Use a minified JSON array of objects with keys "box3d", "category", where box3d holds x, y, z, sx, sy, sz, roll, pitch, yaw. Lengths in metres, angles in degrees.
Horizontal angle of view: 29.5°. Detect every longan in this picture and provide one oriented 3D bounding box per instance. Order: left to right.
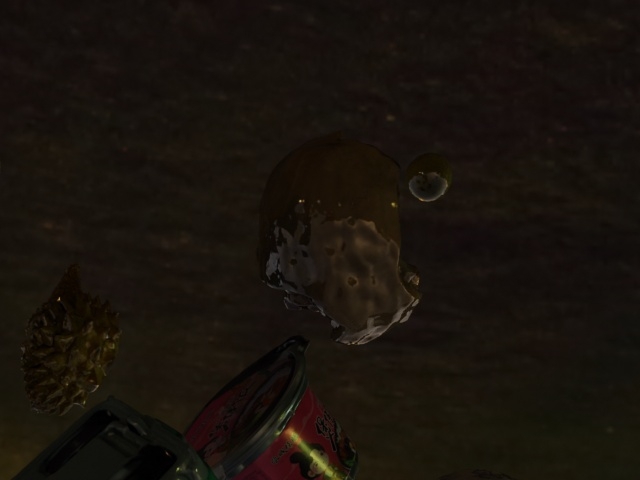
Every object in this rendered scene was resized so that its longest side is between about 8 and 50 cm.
[{"box3d":[0.165,-0.096,1.815,0.075,0.075,0.083,-10,-171,40],"category":"longan"}]

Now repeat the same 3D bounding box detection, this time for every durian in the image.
[{"box3d":[-0.315,0.101,1.480,0.140,0.224,0.078,-30,135,20],"category":"durian"}]

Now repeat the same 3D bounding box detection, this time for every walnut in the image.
[{"box3d":[0.007,-0.005,1.366,0.141,0.238,0.204,-20,148,-48],"category":"walnut"}]

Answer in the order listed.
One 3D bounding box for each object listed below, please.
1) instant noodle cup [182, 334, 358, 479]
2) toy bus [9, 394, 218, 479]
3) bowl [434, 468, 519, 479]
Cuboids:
[{"box3d":[-0.065,0.303,1.705,0.181,0.302,0.258,47,166,-15],"category":"instant noodle cup"},{"box3d":[-0.236,0.328,1.117,0.183,0.343,0.199,21,145,49],"category":"toy bus"},{"box3d":[0.183,0.372,1.444,0.237,0.238,0.126,7,-167,-7],"category":"bowl"}]
